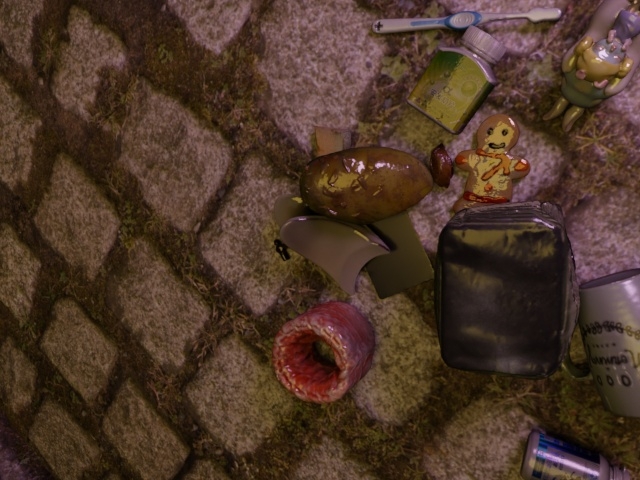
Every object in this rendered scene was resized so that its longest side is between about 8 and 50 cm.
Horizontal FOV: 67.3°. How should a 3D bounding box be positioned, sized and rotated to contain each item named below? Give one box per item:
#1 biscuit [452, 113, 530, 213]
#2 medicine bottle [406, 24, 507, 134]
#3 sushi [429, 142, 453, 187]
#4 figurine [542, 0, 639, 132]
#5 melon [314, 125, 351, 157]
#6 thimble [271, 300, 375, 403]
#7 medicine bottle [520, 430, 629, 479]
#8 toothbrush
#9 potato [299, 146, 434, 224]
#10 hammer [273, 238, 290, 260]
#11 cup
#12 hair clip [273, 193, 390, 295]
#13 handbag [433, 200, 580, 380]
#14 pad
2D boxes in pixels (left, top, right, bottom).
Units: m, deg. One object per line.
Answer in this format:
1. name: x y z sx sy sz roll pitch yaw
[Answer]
1. biscuit: 0.360 -0.148 1.018 0.153 0.030 0.234 15 107 21
2. medicine bottle: 0.285 -0.330 0.984 0.132 0.088 0.188 39 115 15
3. sushi: 0.268 -0.160 1.051 0.050 0.047 0.099 -137 39 -61
4. figurine: 0.493 -0.303 0.855 0.127 0.155 0.235 30 118 4
5. melon: 0.025 -0.184 1.168 0.098 0.054 0.182 11 110 29
6. thimble: 0.011 0.276 1.209 0.239 0.162 0.239 4 100 27
7. medicine bottle: 0.534 0.488 1.017 0.192 0.107 0.106 13 106 24
8. toothbrush: 0.283 -0.452 0.988 0.386 0.040 0.040 8 104 25
9. potato: 0.099 -0.121 1.066 0.299 0.141 0.176 0 133 11
10. hammer: -0.044 -0.006 1.257 0.178 0.021 0.065 -27 88 26
11. cup: 0.564 0.190 0.922 0.258 0.187 0.233 -31 76 56
12. hair clip: 0.007 -0.007 1.177 0.282 0.113 0.172 27 121 -13
13. handbag: 0.359 0.076 0.934 0.248 0.240 0.340 1 108 23
14. pad: 0.157 -0.003 1.163 0.160 0.009 0.264 -26 87 29
